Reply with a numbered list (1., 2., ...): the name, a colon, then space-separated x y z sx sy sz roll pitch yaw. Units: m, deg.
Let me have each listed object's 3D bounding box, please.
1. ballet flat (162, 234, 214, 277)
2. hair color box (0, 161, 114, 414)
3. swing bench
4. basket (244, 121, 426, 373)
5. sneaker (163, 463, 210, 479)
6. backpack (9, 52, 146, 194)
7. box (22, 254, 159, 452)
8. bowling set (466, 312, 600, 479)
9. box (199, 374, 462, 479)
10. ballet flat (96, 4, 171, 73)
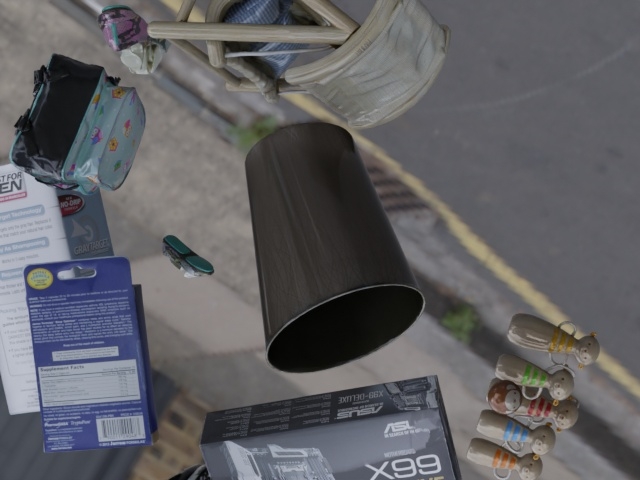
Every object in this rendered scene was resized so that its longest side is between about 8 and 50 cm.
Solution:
1. ballet flat: -0.203 0.034 2.180 0.114 0.041 0.041 37 168 36
2. hair color box: -0.407 0.061 2.150 0.185 0.375 0.113 -10 -175 28
3. swing bench: -0.012 -0.232 1.604 0.254 0.165 0.253 23 179 20
4. basket: 0.000 0.000 1.552 0.154 0.227 0.204 8 144 -36
5. sneaker: -0.224 0.340 1.778 0.124 0.107 0.283 13 -164 11
6. backpack: -0.309 -0.142 1.864 0.144 0.166 0.188 18 173 -1
7. box: -0.270 0.132 1.676 0.136 0.225 0.036 -5 -174 10
8. bowling set: 0.337 0.271 2.271 0.154 0.287 0.200 18 -170 7
9. box: 0.026 0.311 1.822 0.307 0.076 0.242 -10 118 9
10. ballet flat: -0.260 -0.279 2.030 0.076 0.079 0.221 -5 179 10
